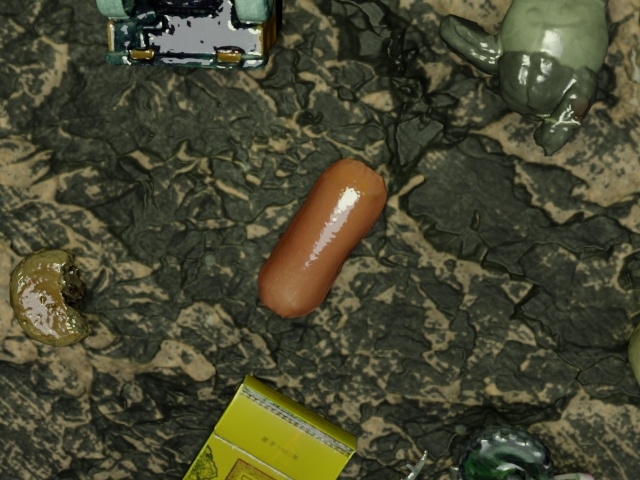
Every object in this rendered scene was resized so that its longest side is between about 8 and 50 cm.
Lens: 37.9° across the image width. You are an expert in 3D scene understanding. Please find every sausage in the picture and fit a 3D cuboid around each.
[{"bbox_3d":[0.000,0.000,0.995,0.077,0.077,0.194,31,107,-4],"label":"sausage"}]

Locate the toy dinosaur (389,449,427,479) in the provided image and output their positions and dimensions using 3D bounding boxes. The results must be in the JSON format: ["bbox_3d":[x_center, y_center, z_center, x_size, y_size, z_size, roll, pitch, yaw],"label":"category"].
[{"bbox_3d":[0.061,0.326,1.102,0.082,0.039,0.209,34,106,-3],"label":"toy dinosaur"}]

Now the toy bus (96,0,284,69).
[{"bbox_3d":[-0.111,-0.331,0.846,0.162,0.194,0.323,3,110,5],"label":"toy bus"}]

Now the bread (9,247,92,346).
[{"bbox_3d":[-0.304,0.062,1.046,0.082,0.060,0.113,-5,104,6],"label":"bread"}]

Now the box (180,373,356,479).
[{"bbox_3d":[-0.092,0.308,1.111,0.153,0.041,0.279,31,107,-3],"label":"box"}]

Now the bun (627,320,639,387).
[{"bbox_3d":[0.403,0.101,0.968,0.173,0.113,0.166,-34,108,12],"label":"bun"}]

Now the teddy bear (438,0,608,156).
[{"bbox_3d":[0.212,-0.221,0.885,0.171,0.144,0.251,26,107,19],"label":"teddy bear"}]

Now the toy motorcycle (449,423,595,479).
[{"bbox_3d":[0.212,0.356,1.046,0.188,0.143,0.327,16,114,0],"label":"toy motorcycle"}]
